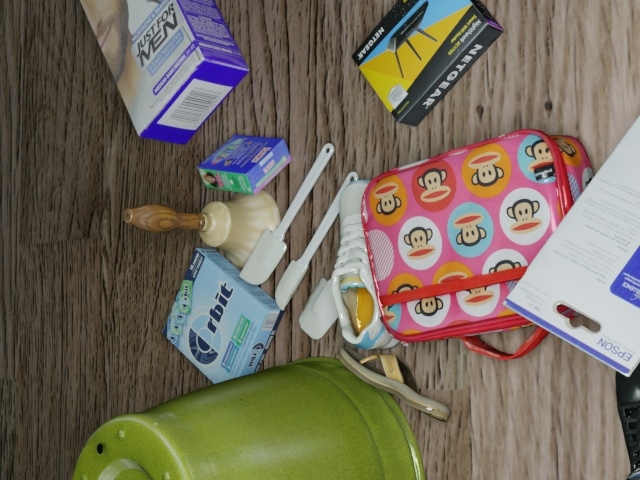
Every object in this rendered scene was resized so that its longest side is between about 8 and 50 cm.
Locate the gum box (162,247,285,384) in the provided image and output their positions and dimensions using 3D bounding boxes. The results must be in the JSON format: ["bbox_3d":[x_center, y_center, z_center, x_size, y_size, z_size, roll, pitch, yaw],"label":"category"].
[{"bbox_3d":[-0.150,0.123,1.672,0.184,0.041,0.157,38,113,38],"label":"gum box"}]

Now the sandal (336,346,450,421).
[{"bbox_3d":[0.101,0.177,1.436,0.180,0.072,0.049,26,88,38],"label":"sandal"}]

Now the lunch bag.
[{"bbox_3d":[0.198,0.017,1.337,0.293,0.120,0.258,-15,81,38],"label":"lunch bag"}]

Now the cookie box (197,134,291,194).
[{"bbox_3d":[-0.112,-0.113,1.630,0.107,0.092,0.040,10,134,42],"label":"cookie box"}]

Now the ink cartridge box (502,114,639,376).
[{"bbox_3d":[0.352,-0.018,1.147,0.165,0.065,0.332,33,81,38],"label":"ink cartridge box"}]

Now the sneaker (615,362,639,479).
[{"bbox_3d":[0.353,0.222,1.171,0.079,0.121,0.216,-30,67,35],"label":"sneaker"}]

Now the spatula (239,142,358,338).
[{"bbox_3d":[0.000,0.000,1.559,0.168,0.019,0.242,40,107,28],"label":"spatula"}]

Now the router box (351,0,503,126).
[{"bbox_3d":[0.138,-0.259,1.454,0.179,0.046,0.133,-48,58,27],"label":"router box"}]

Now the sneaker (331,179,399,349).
[{"bbox_3d":[0.061,0.029,1.457,0.087,0.092,0.228,-12,80,30],"label":"sneaker"}]

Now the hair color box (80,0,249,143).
[{"bbox_3d":[-0.263,-0.345,1.775,0.185,0.110,0.338,-44,58,31],"label":"hair color box"}]

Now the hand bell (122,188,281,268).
[{"bbox_3d":[-0.184,-0.026,1.585,0.126,0.242,0.126,-4,84,42],"label":"hand bell"}]

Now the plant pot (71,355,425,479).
[{"bbox_3d":[-0.114,0.336,1.416,0.366,0.353,0.366,-4,84,41],"label":"plant pot"}]
